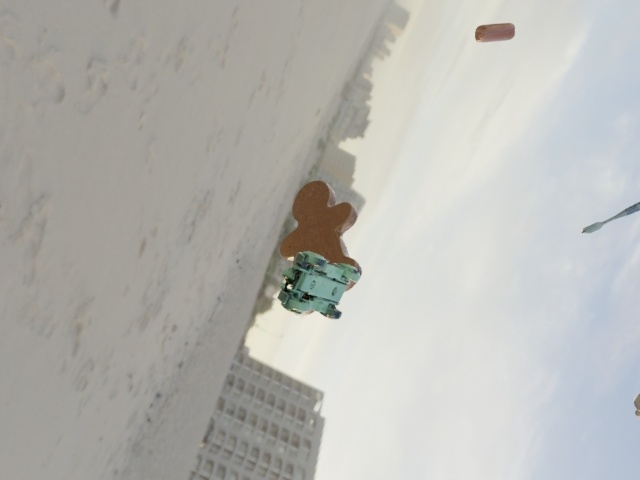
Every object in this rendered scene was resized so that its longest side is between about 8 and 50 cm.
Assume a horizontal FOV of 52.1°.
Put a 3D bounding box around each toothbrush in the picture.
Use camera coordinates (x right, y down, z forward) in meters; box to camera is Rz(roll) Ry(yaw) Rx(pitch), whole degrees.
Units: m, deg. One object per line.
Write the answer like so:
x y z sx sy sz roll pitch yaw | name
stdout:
0.557 -0.056 1.163 0.219 0.016 0.019 -24 173 -11 | toothbrush

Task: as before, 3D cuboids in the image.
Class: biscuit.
0.000 0.000 1.119 0.165 0.036 0.250 -32 -133 25 | biscuit

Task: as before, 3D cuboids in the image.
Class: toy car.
-0.005 0.052 0.779 0.073 0.054 0.143 -66 154 2 | toy car

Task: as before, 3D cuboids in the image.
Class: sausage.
0.333 -0.397 1.251 0.034 0.083 0.034 169 -90 -72 | sausage

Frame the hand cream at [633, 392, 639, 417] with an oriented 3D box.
0.666 0.258 1.298 0.050 0.084 0.257 -129 -146 -54 | hand cream
